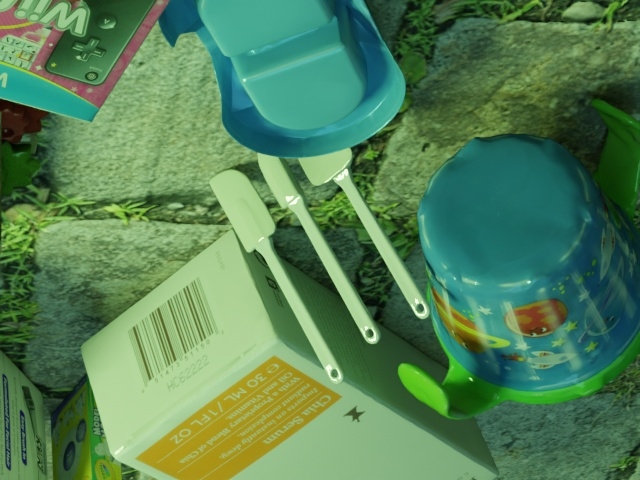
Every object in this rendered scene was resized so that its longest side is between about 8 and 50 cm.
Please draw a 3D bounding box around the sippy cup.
[{"bbox_3d":[0.197,0.014,1.632,0.240,0.306,0.224,-4,154,16],"label":"sippy cup"}]

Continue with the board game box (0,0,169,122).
[{"bbox_3d":[-0.209,-0.245,1.282,0.224,0.097,0.303,14,135,-29],"label":"board game box"}]

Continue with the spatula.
[{"bbox_3d":[0.000,0.000,1.600,0.168,0.242,0.019,-38,164,31],"label":"spatula"}]

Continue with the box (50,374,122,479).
[{"bbox_3d":[-0.267,0.256,1.928,0.043,0.179,0.105,13,139,-30],"label":"box"}]

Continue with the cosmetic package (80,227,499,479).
[{"bbox_3d":[-0.024,0.192,1.885,0.230,0.161,0.453,-38,139,17],"label":"cosmetic package"}]

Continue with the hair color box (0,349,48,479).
[{"bbox_3d":[-0.400,0.177,1.775,0.110,0.185,0.339,-17,144,10],"label":"hair color box"}]

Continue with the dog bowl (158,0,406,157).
[{"bbox_3d":[-0.033,-0.184,1.452,0.166,0.074,0.297,-18,144,11],"label":"dog bowl"}]

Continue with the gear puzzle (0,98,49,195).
[{"bbox_3d":[-0.339,-0.083,1.540,0.175,0.044,0.339,1,144,-16],"label":"gear puzzle"}]
